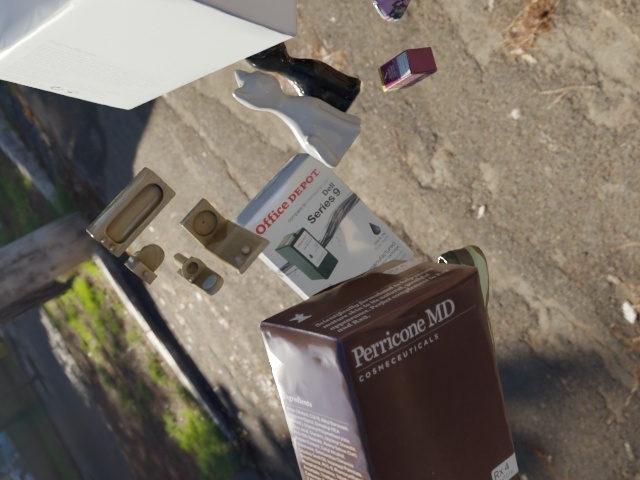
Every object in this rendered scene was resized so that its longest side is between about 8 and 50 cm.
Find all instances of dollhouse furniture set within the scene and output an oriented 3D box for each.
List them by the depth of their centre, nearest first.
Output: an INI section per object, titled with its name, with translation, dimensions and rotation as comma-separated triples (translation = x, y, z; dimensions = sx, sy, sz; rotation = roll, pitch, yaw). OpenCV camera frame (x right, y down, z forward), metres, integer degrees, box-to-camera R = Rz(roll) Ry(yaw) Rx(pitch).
[dollhouse furniture set]
translation = -0.185, -0.005, 0.980
dimensions = 0.151, 0.144, 0.123
rotation = 48, 167, -35

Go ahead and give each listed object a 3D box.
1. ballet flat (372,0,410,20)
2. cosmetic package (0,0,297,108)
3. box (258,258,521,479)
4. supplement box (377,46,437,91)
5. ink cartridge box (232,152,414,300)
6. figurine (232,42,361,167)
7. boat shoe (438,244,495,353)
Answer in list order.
[ballet flat]
translation = 0.167, -0.526, 1.432
dimensions = 0.079, 0.221, 0.077
rotation = 35, 172, -40
[cosmetic package]
translation = -0.134, -0.238, 0.540
dimensions = 0.225, 0.138, 0.224
rotation = -7, 79, 48
[box]
translation = 0.092, 0.228, 0.774
dimensions = 0.143, 0.191, 0.381
rotation = 1, 110, 54
[supplement box]
translation = 0.140, -0.277, 1.218
dimensions = 0.083, 0.055, 0.043
rotation = -18, 86, 59
[ink cartridge box]
translation = 0.000, 0.000, 1.458
dimensions = 0.289, 0.211, 0.121
rotation = 44, 173, -15
[figurine]
translation = -0.043, -0.238, 1.210
dimensions = 0.210, 0.214, 0.092
rotation = 29, 125, -19
[boat shoe]
translation = 0.210, 0.120, 1.122
dimensions = 0.080, 0.074, 0.223
rotation = -167, 71, -73
